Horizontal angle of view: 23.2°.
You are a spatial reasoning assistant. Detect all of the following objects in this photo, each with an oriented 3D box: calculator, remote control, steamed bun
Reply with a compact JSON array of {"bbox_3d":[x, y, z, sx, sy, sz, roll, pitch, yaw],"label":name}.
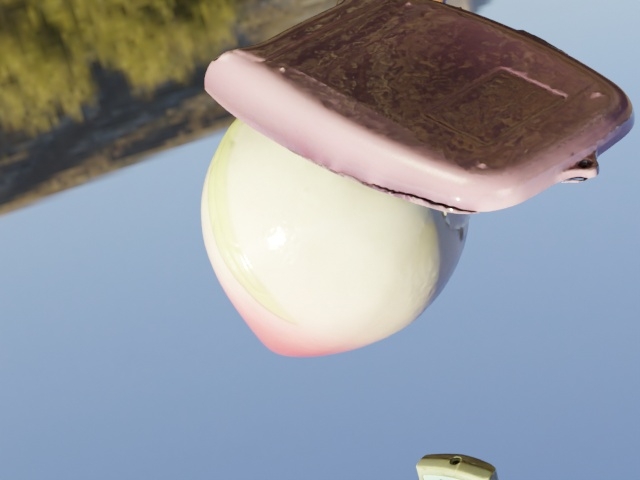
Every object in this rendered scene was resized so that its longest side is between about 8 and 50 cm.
[{"bbox_3d":[0.067,-0.100,1.044,0.194,0.043,0.294,-30,-138,-33],"label":"calculator"},{"bbox_3d":[0.177,0.346,1.774,0.098,0.233,0.038,5,-149,37],"label":"remote control"},{"bbox_3d":[0.000,0.000,1.717,0.309,0.309,0.309,-15,-168,3],"label":"steamed bun"}]

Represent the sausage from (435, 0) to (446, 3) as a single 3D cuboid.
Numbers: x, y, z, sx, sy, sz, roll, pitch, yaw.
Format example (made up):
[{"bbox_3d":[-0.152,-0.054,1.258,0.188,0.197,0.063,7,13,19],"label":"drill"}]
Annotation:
[{"bbox_3d":[0.130,-0.297,1.569,0.040,0.176,0.047,-9,-139,-44],"label":"sausage"}]
